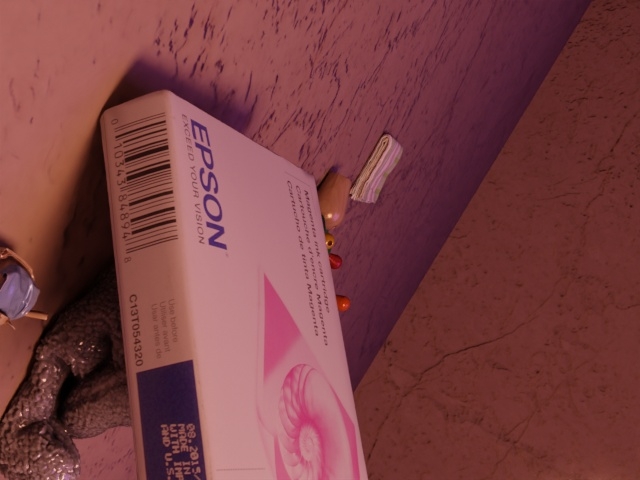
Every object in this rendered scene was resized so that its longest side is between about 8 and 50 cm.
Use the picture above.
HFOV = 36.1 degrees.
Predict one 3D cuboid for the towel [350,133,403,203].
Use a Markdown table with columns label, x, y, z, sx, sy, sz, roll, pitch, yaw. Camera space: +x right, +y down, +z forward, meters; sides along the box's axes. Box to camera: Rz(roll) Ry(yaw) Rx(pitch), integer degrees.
| label | x | y | z | sx | sy | sz | roll | pitch | yaw |
| --- | --- | --- | --- | --- | --- | --- | --- | --- | --- |
| towel | 0.094 | -0.108 | 1.542 | 0.113 | 0.023 | 0.152 | -60 | 168 | 6 |

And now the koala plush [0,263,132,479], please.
| label | x | y | z | sx | sy | sz | roll | pitch | yaw |
| --- | --- | --- | --- | --- | --- | --- | --- | --- | --- |
| koala plush | -0.120 | 0.143 | 0.840 | 0.203 | 0.221 | 0.196 | -64 | 166 | 20 |

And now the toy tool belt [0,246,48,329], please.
| label | x | y | z | sx | sy | sz | roll | pitch | yaw |
| --- | --- | --- | --- | --- | --- | --- | --- | --- | --- |
| toy tool belt | -0.208 | 0.032 | 0.630 | 0.052 | 0.051 | 0.083 | -58 | 167 | -7 |

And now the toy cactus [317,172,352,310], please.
| label | x | y | z | sx | sy | sz | roll | pitch | yaw |
| --- | --- | --- | --- | --- | --- | --- | --- | --- | --- |
| toy cactus | 0.000 | 0.000 | 1.293 | 0.180 | 0.112 | 0.219 | -67 | 160 | -8 |

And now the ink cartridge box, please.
| label | x | y | z | sx | sy | sz | roll | pitch | yaw |
| --- | --- | --- | --- | --- | --- | --- | --- | --- | --- |
| ink cartridge box | -0.034 | 0.085 | 0.769 | 0.330 | 0.071 | 0.324 | 22 | 55 | -61 |
